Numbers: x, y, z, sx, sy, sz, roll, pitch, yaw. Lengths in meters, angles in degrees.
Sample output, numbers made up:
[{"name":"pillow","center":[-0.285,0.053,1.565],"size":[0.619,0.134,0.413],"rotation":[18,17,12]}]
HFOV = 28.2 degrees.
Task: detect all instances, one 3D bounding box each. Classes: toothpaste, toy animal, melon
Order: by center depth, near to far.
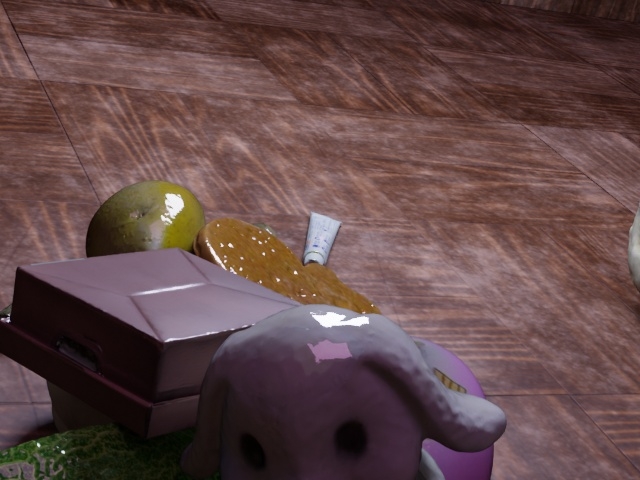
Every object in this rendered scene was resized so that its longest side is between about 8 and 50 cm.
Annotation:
[{"name":"toy animal","center":[0.023,0.160,0.995],"size":[0.249,0.289,0.174],"rotation":[3,57,-12]},{"name":"melon","center":[-0.150,0.243,1.076],"size":[0.124,0.196,0.323],"rotation":[-25,-8,39]},{"name":"toothpaste","center":[0.000,0.000,1.839],"size":[0.052,0.033,0.218],"rotation":[18,21,-1]}]

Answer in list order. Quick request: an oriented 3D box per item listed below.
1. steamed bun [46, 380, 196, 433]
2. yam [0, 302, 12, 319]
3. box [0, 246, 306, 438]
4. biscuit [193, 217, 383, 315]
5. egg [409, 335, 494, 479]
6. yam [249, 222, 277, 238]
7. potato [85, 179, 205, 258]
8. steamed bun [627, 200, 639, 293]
[{"name":"steamed bun","center":[-0.174,0.157,1.267],"size":[0.228,0.130,0.177],"rotation":[18,18,31]},{"name":"yam","center":[-0.334,0.085,1.452],"size":[0.043,0.043,0.094],"rotation":[20,26,12]},{"name":"box","center":[-0.143,0.082,1.151],"size":[0.215,0.086,0.215],"rotation":[22,18,37]},{"name":"biscuit","center":[-0.032,0.067,1.549],"size":[0.289,0.044,0.202],"rotation":[28,23,-34]},{"name":"egg","center":[0.073,0.209,1.222],"size":[0.196,0.196,0.271],"rotation":[9,38,-10]},{"name":"yam","center":[-0.098,0.061,1.603],"size":[0.071,0.067,0.317],"rotation":[-25,18,15]},{"name":"potato","center":[-0.208,0.021,1.554],"size":[0.157,0.157,0.194],"rotation":[1,52,-27]},{"name":"steamed bun","center":[0.589,0.065,1.814],"size":[0.275,0.206,0.320],"rotation":[-10,31,-15]}]
